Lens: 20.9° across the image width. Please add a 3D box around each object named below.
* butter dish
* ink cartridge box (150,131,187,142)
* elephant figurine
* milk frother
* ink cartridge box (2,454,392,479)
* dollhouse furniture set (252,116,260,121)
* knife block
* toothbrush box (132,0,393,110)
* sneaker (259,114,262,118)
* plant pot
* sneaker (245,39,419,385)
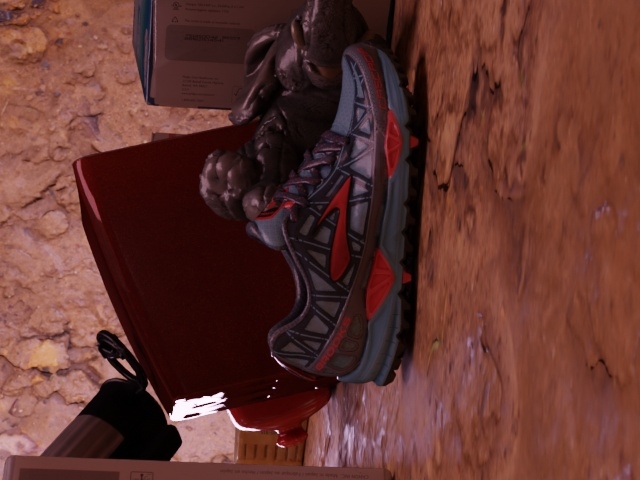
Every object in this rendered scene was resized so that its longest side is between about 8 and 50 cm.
[{"bbox_3d":[-0.047,0.168,1.899,0.160,0.160,0.118,152,98,-85],"label":"butter dish"},{"bbox_3d":[-0.111,-0.082,2.237,0.160,0.219,0.092,-114,28,-81],"label":"ink cartridge box"},{"bbox_3d":[0.002,-0.124,1.442,0.186,0.169,0.239,8,89,47],"label":"elephant figurine"},{"bbox_3d":[-0.222,0.181,1.699,0.143,0.129,0.135,57,-134,-18],"label":"milk frother"},{"bbox_3d":[-0.102,0.274,1.399,0.261,0.296,0.066,97,174,-47],"label":"ink cartridge box"},{"bbox_3d":[-0.080,-0.083,2.588,0.182,0.101,0.161,107,166,-71],"label":"dollhouse furniture set"},{"bbox_3d":[-0.066,0.195,2.314,0.242,0.088,0.275,-92,6,-54],"label":"knife block"},{"bbox_3d":[-0.064,-0.211,1.643,0.295,0.216,0.126,-115,29,-72],"label":"toothbrush box"},{"bbox_3d":[-0.027,-0.252,2.035,0.125,0.140,0.341,155,99,-74],"label":"sneaker"},{"bbox_3d":[-0.082,0.037,1.707,0.267,0.267,0.235,113,143,-76],"label":"plant pot"},{"bbox_3d":[0.008,-0.025,1.299,0.104,0.125,0.262,129,144,-81],"label":"sneaker"}]
